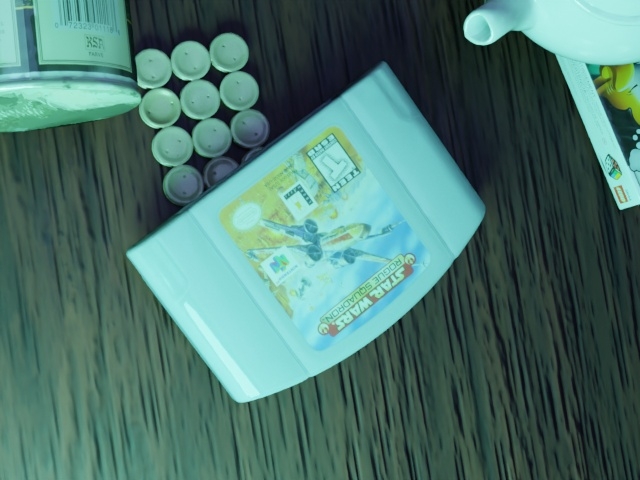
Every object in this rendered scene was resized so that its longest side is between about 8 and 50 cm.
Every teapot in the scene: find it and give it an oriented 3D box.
[{"bbox_3d":[0.269,-0.269,1.278,0.253,0.187,0.256,14,99,-5],"label":"teapot"}]

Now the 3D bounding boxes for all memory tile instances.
[{"bbox_3d":[-0.105,-0.111,1.338,0.113,0.012,0.148,-15,89,-15],"label":"memory tile"}]

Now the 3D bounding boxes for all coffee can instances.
[{"bbox_3d":[-0.262,-0.241,1.213,0.202,0.201,0.275,-5,86,-15],"label":"coffee can"}]

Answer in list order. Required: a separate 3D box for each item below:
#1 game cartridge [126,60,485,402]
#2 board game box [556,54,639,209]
[{"bbox_3d":[0.000,0.000,1.326,0.297,0.062,0.198,-38,95,-15],"label":"game cartridge"},{"bbox_3d":[0.395,-0.175,1.451,0.305,0.053,0.193,-23,90,-15],"label":"board game box"}]
